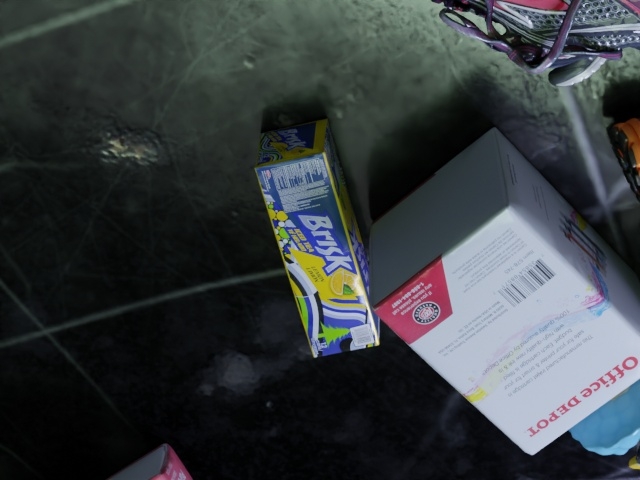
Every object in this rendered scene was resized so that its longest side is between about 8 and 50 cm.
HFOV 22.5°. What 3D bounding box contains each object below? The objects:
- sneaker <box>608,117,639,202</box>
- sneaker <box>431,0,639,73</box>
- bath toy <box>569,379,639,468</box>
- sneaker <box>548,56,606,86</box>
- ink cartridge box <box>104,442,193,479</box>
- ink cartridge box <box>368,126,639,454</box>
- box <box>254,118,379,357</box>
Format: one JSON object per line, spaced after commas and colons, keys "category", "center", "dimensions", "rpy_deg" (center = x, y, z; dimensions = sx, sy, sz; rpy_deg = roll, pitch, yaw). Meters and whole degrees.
{"category": "sneaker", "center": [0.292, -0.007, 1.173], "dimensions": [0.087, 0.083, 0.221], "rpy_deg": [-28, 119, 7]}
{"category": "sneaker", "center": [0.124, -0.165, 1.046], "dimensions": [0.299, 0.121, 0.112], "rpy_deg": [4, 101, 0]}
{"category": "bath toy", "center": [0.350, 0.201, 1.257], "dimensions": [0.348, 0.151, 0.129], "rpy_deg": [38, 91, -26]}
{"category": "sneaker", "center": [0.190, -0.142, 1.127], "dimensions": [0.083, 0.031, 0.035], "rpy_deg": [-39, 106, 12]}
{"category": "ink cartridge box", "center": [-0.132, 0.302, 1.301], "dimensions": [0.158, 0.092, 0.218], "rpy_deg": [-32, 100, 2]}
{"category": "ink cartridge box", "center": [0.140, 0.038, 1.171], "dimensions": [0.128, 0.127, 0.176], "rpy_deg": [-38, 112, 20]}
{"category": "box", "center": [0.000, 0.000, 1.192], "dimensions": [0.054, 0.059, 0.169], "rpy_deg": [-11, 119, 9]}
